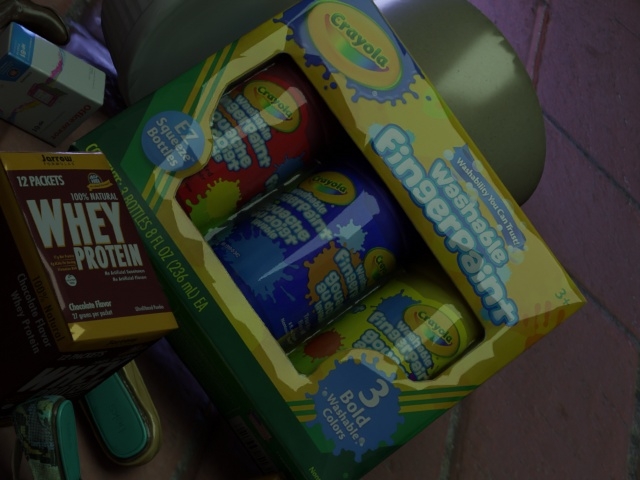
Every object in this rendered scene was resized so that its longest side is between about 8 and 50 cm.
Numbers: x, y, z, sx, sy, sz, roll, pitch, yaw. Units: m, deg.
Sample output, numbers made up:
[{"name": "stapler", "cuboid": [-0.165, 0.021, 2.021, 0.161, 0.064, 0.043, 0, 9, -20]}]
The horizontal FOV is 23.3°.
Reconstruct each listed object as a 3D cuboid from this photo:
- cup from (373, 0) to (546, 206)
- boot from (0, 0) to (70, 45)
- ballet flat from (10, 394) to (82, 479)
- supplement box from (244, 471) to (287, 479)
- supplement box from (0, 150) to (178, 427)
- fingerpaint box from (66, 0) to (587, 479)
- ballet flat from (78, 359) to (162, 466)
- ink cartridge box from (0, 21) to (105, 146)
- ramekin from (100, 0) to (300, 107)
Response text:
[{"name": "cup", "cuboid": [0.078, -0.125, 1.921, 0.237, 0.331, 0.331, -33, 87, -32]}, {"name": "boot", "cuboid": [-0.344, -0.239, 1.719, 0.106, 0.037, 0.114, 39, 32, 2]}, {"name": "ballet flat", "cuboid": [-0.243, 0.229, 1.401, 0.070, 0.070, 0.188, -21, 107, -55]}, {"name": "supplement box", "cuboid": [-0.085, 0.327, 1.493, 0.078, 0.080, 0.233, 60, 33, -19]}, {"name": "supplement box", "cuboid": [-0.267, 0.046, 1.423, 0.129, 0.194, 0.191, -4, 64, -51]}, {"name": "fingerpaint box", "cuboid": [0.000, 0.000, 1.654, 0.371, 0.163, 0.445, -34, 89, -20]}, {"name": "ballet flat", "cuboid": [-0.223, 0.120, 1.541, 0.232, 0.080, 0.073, 66, 8, 13]}, {"name": "ink cartridge box", "cuboid": [-0.304, -0.165, 1.657, 0.122, 0.088, 0.052, 27, 42, -34]}, {"name": "ramekin", "cuboid": [-0.131, -0.260, 1.806, 0.273, 0.273, 0.127, 5, 45, -48]}]
